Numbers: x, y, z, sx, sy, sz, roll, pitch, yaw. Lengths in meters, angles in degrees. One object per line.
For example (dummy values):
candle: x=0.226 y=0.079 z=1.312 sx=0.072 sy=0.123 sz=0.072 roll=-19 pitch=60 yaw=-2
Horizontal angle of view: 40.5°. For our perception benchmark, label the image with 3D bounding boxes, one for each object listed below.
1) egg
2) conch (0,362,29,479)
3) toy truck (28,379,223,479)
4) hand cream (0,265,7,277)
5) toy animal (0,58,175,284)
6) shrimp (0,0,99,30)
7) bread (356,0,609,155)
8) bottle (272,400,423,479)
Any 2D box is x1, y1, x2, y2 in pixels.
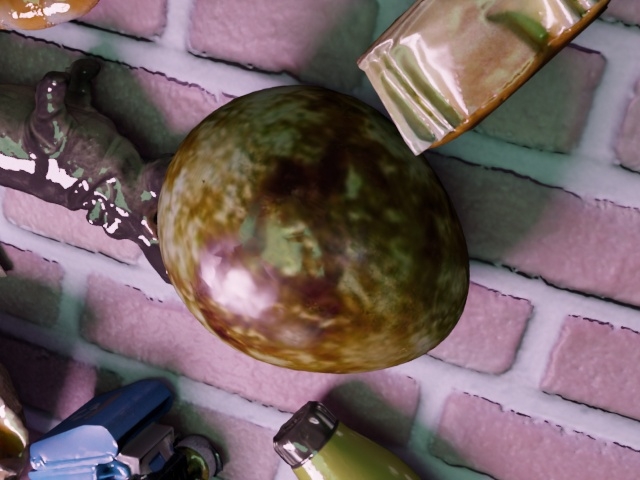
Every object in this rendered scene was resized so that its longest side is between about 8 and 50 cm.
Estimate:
egg: x=0.000 y=0.000 z=0.752 sx=0.289 sy=0.238 sz=0.238 roll=35 pitch=116 yaw=-10
conch: x=-0.432 y=0.232 z=0.990 sx=0.352 sy=0.210 sz=0.297 roll=-15 pitch=80 yaw=19
toy truck: x=-0.216 y=0.345 z=1.001 sx=0.175 sy=0.146 sz=0.367 roll=7 pitch=109 yaw=23
hand cream: x=-0.428 y=-0.033 z=0.977 sx=0.087 sy=0.054 sz=0.186 roll=-11 pitch=113 yaw=25
toy animal: x=-0.251 y=-0.088 z=0.871 sx=0.343 sy=0.106 sz=0.168 roll=27 pitch=115 yaw=2
shrimp: x=-0.266 y=-0.306 z=0.813 sx=0.185 sy=0.068 sz=0.287 roll=35 pitch=114 yaw=0
bread: x=0.133 y=-0.171 z=0.670 sx=0.110 sy=0.192 sz=0.210 roll=45 pitch=115 yaw=-5
bottle: x=0.059 y=0.281 z=0.907 sx=0.260 sy=0.112 sz=0.112 roll=47 pitch=116 yaw=-3
